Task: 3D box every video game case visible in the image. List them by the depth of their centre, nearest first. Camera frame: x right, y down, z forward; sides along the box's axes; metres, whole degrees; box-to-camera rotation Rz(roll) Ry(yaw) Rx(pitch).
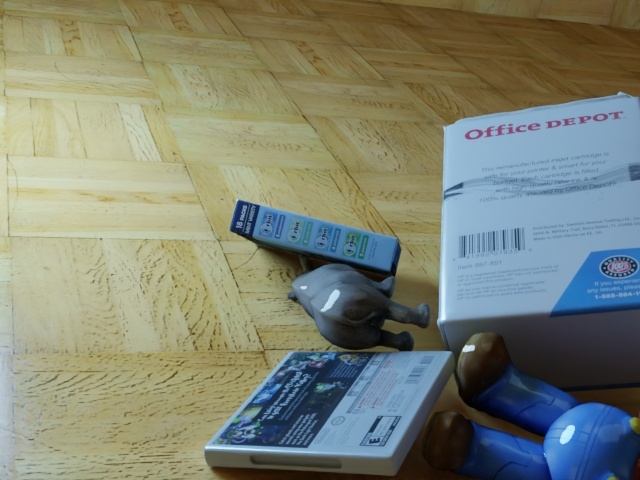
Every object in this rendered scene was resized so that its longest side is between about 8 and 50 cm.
[{"bbox_3d":[0.014,0.148,0.883,0.173,0.022,0.190,-3,19,24],"label":"video game case"}]

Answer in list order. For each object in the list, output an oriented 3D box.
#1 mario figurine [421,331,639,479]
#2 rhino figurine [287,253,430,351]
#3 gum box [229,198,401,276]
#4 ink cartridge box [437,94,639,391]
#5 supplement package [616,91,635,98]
[{"bbox_3d":[0.251,0.170,0.805,0.320,0.198,0.170,17,9,24],"label":"mario figurine"},{"bbox_3d":[0.024,0.061,1.058,0.106,0.073,0.243,9,8,-17],"label":"rhino figurine"},{"bbox_3d":[0.000,0.000,1.155,0.184,0.041,0.157,13,-3,8],"label":"gum box"},{"bbox_3d":[0.247,0.001,1.041,0.223,0.129,0.308,-7,43,15],"label":"ink cartridge box"},{"bbox_3d":[0.452,-0.031,1.236,0.261,0.204,0.145,28,64,34],"label":"supplement package"}]
